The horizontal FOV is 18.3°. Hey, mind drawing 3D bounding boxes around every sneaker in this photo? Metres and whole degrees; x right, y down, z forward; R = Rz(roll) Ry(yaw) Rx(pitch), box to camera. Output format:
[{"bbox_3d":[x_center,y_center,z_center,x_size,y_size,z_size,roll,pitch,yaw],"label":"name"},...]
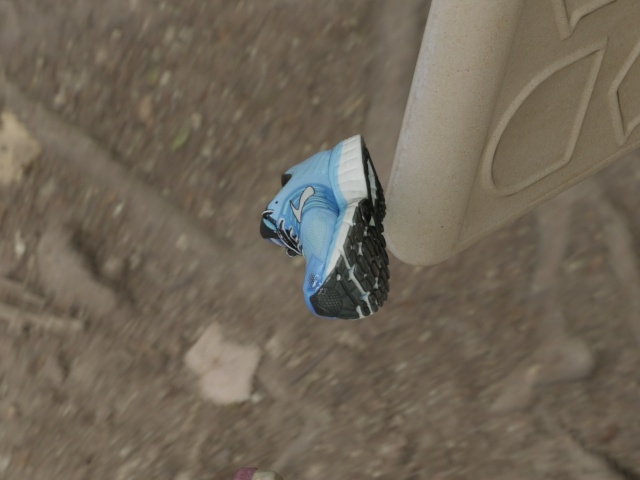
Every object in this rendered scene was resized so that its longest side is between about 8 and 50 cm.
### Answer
[{"bbox_3d":[0.000,0.000,1.208,0.073,0.162,0.063,-15,119,12],"label":"sneaker"}]

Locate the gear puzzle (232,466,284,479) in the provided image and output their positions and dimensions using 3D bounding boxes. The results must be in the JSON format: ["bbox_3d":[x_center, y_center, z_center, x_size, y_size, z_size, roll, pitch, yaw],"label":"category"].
[{"bbox_3d":[-0.035,0.257,0.727,0.044,0.175,0.338,1,78,7],"label":"gear puzzle"}]

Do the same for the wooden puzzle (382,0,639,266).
[{"bbox_3d":[0.187,-0.170,1.360,0.348,0.322,0.080,-24,51,-35],"label":"wooden puzzle"}]
